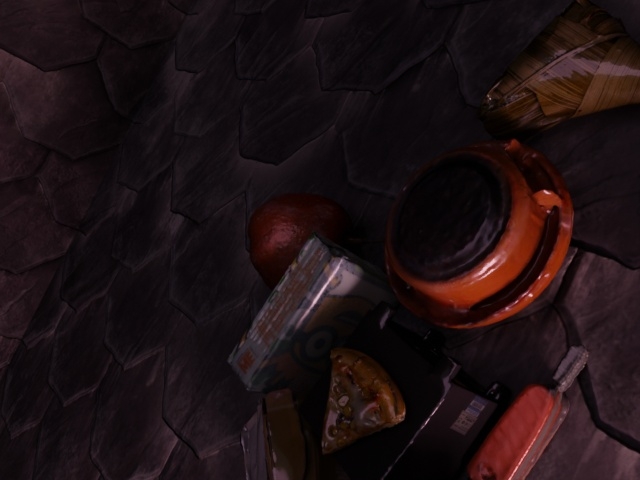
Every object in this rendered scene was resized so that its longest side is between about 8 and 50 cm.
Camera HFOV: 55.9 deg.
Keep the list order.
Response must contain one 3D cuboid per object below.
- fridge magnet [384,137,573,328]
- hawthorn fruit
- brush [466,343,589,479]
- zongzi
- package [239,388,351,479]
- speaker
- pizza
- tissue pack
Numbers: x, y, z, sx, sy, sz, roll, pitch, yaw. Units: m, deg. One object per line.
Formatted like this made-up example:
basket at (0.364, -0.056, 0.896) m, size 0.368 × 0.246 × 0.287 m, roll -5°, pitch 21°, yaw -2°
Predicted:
fridge magnet at (0.259, -0.021, 1.075) m, size 0.364 × 0.155 × 0.363 m, roll -23°, pitch 53°, yaw 35°
hawthorn fruit at (-0.039, -0.003, 1.303) m, size 0.263 × 0.235 × 0.231 m, roll -46°, pitch 69°, yaw 39°
brush at (0.310, 0.293, 0.929) m, size 0.323 × 0.051 × 0.070 m, roll -58°, pitch 38°, yaw 4°
zongzi at (0.444, -0.241, 1.043) m, size 0.286 × 0.134 × 0.288 m, roll -49°, pitch 50°, yaw 24°
package at (-0.028, 0.427, 1.052) m, size 0.221 × 0.165 × 0.311 m, roll -8°, pitch 54°, yaw -6°
speaker at (0.138, 0.274, 1.018) m, size 0.254 × 0.184 × 0.232 m, roll -55°, pitch 40°, yaw 4°
pizza at (0.040, 0.259, 0.960) m, size 0.176 × 0.036 × 0.184 m, roll -50°, pitch 41°, yaw 12°
tissue pack at (-0.004, 0.165, 1.185) m, size 0.310 × 0.228 × 0.128 m, roll -56°, pitch 42°, yaw 6°
